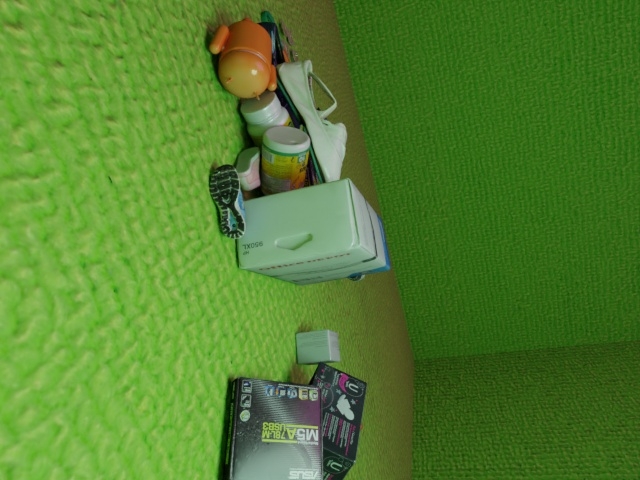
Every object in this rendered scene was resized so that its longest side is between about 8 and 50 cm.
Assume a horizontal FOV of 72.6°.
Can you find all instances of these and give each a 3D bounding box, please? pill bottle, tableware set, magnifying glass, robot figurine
[{"bbox_3d":[-0.095,-0.175,1.119,0.117,0.118,0.208,-78,179,-52],"label":"pill bottle"},{"bbox_3d":[-0.125,-0.286,1.173,0.208,0.119,0.119,62,24,-45],"label":"pill bottle"},{"bbox_3d":[-0.120,-0.747,1.646,0.169,0.020,0.140,-21,101,-74],"label":"tableware set"},{"bbox_3d":[-0.148,-0.682,1.511,0.231,0.026,0.092,54,30,-52],"label":"magnifying glass"},{"bbox_3d":[-0.184,-0.440,1.062,0.158,0.128,0.219,72,14,-60],"label":"robot figurine"}]

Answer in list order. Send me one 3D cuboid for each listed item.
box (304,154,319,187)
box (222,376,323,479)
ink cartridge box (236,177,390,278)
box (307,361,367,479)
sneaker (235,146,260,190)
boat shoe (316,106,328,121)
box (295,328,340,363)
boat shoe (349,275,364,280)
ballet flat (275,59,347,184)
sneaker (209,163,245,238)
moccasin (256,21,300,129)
[{"bbox_3d":[-0.038,-0.154,1.394,0.270,0.060,0.216,64,19,-78],"label":"box"},{"bbox_3d":[-0.086,0.372,0.849,0.191,0.045,0.184,16,53,-24],"label":"box"},{"bbox_3d":[0.000,0.000,1.124,0.395,0.286,0.166,32,49,-69],"label":"ink cartridge box"},{"bbox_3d":[0.008,0.447,1.037,0.247,0.142,0.163,-60,175,-65],"label":"box"},{"bbox_3d":[-0.174,-0.173,1.073,0.134,0.051,0.070,-83,163,-49],"label":"sneaker"},{"bbox_3d":[-0.014,-0.507,1.774,0.183,0.066,0.066,-27,105,-73],"label":"boat shoe"},{"bbox_3d":[-0.006,0.308,1.249,0.101,0.102,0.087,43,38,-65],"label":"box"},{"bbox_3d":[0.071,0.043,1.685,0.335,0.121,0.119,60,31,-24],"label":"boat shoe"},{"bbox_3d":[-0.004,-0.320,1.177,0.399,0.139,0.139,67,15,9],"label":"ballet flat"},{"bbox_3d":[-0.198,-0.084,0.948,0.073,0.064,0.161,-119,-157,-86],"label":"sneaker"},{"bbox_3d":[-0.120,-0.471,1.303,0.341,0.117,0.137,63,23,-43],"label":"moccasin"}]
